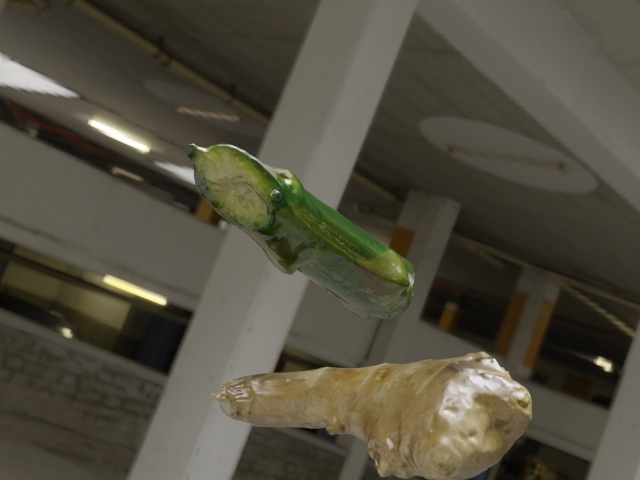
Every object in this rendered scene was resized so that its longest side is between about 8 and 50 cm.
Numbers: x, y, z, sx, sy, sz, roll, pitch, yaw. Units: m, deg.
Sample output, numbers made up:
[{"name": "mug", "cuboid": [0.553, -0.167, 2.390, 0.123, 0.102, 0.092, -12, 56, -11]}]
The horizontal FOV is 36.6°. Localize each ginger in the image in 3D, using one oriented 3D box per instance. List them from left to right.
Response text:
[{"name": "ginger", "cuboid": [0.035, 0.140, 0.784, 0.294, 0.131, 0.086, -4, -62, 36]}]

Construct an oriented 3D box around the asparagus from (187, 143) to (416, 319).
[{"name": "asparagus", "cuboid": [-0.001, 0.001, 0.915, 0.343, 0.082, 0.085, 37, 20, -50]}]
